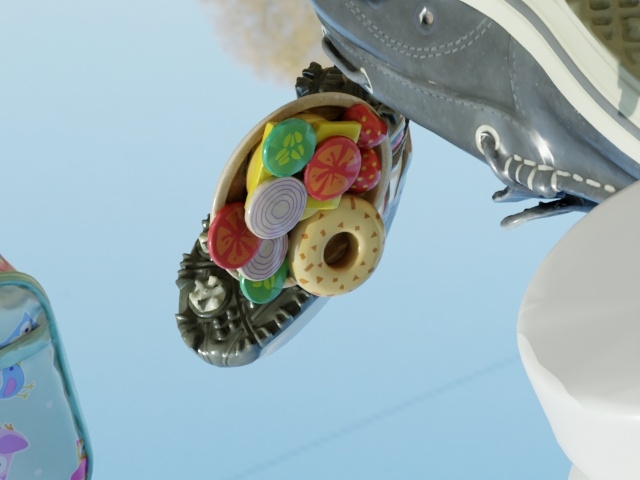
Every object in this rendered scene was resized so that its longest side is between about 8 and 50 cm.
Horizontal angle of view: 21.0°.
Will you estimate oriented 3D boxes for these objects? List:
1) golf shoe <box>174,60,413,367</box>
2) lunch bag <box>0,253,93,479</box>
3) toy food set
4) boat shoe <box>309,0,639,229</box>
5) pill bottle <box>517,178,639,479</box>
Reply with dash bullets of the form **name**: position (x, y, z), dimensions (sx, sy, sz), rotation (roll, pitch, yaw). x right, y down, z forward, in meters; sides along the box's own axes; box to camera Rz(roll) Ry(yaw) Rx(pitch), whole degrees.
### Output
- **golf shoe**: position (0.000, 0.000, 1.127), dimensions (0.105, 0.120, 0.273), rotation (9, -135, 25)
- **lunch bag**: position (-0.293, 0.130, 1.105), dimensions (0.279, 0.224, 0.108), rotation (-26, -143, -26)
- **toy food set**: position (-0.006, -0.015, 0.631), dimensions (0.083, 0.083, 0.020), rotation (-5, -149, -38)
- **boat shoe**: position (0.151, -0.087, 0.843), dimensions (0.187, 0.156, 0.500), rotation (-31, -137, -24)
- **pill bottle**: position (0.187, 0.128, 0.585), dimensions (0.176, 0.318, 0.176), rotation (-23, -152, 13)
